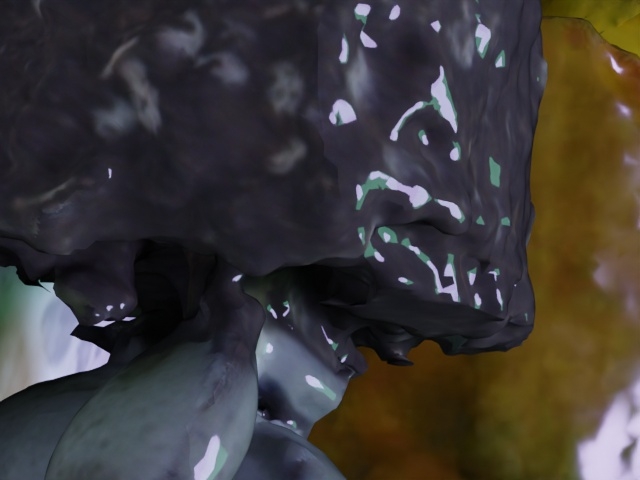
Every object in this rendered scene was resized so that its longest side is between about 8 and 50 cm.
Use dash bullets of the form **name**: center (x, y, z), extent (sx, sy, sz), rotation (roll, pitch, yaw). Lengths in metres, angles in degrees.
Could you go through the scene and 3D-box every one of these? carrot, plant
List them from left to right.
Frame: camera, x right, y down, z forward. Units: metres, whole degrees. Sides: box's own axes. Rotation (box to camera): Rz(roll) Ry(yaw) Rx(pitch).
- **plant**: center (-0.032, 0.036, 0.453), extent (0.146, 0.149, 0.274), rotation (7, 94, -62)
- **carrot**: center (0.061, 0.063, 0.681), extent (0.241, 0.242, 0.340), rotation (-3, 104, -77)

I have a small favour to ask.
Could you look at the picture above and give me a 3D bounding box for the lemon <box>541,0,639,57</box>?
- **lemon**: center (0.255, -0.079, 1.163), extent (0.387, 0.350, 0.349), rotation (-45, 147, -54)
